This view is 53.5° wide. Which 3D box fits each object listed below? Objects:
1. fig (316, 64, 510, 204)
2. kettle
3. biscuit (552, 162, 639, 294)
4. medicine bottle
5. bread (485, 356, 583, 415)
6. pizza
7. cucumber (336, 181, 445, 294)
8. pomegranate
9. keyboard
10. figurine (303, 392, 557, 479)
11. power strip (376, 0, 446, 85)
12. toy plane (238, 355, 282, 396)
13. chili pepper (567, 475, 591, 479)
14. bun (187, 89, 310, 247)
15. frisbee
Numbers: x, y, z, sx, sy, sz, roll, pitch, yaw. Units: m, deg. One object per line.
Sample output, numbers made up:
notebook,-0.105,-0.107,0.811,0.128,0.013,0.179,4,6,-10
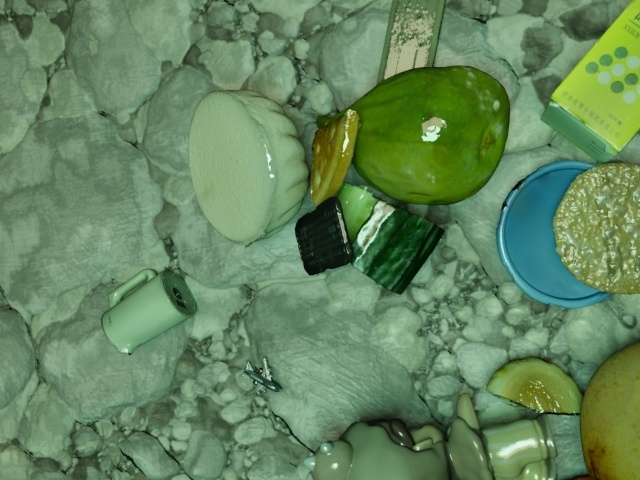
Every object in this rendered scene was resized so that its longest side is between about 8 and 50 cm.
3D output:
fig,0.155,-0.163,1.048,0.233,0.314,0.233,2,86,-31
kettle,-0.322,0.121,1.162,0.148,0.098,0.127,-32,89,12
biscuit,0.477,-0.018,1.006,0.220,0.033,0.219,0,90,2
medicine bottle,0.482,-0.257,0.992,0.137,0.141,0.250,41,96,13
bread,0.345,0.237,1.034,0.157,0.083,0.094,-1,82,1
pizza,0.018,-0.134,1.014,0.041,0.131,0.178,6,115,-20
cucumber,0.099,-0.013,1.049,0.191,0.191,0.130,37,95,10
pomegranate,0.533,0.270,0.896,0.319,0.319,0.319,0,89,11
keyboard,-0.001,0.000,1.028,0.016,0.262,0.106,-15,87,-16
figurine,0.177,0.369,0.999,0.381,0.248,0.203,-14,45,6
power strip,0.162,-0.369,1.107,0.092,0.034,0.268,11,91,12
toy plane,-0.105,0.252,1.148,0.083,0.031,0.078,24,94,11
chili pepper,0.421,0.412,1.016,0.272,0.071,0.063,-13,83,1
bun,-0.097,-0.132,1.093,0.263,0.175,0.263,20,118,44
frisbee,0.407,-0.011,1.043,0.242,0.045,0.242,0,92,1
